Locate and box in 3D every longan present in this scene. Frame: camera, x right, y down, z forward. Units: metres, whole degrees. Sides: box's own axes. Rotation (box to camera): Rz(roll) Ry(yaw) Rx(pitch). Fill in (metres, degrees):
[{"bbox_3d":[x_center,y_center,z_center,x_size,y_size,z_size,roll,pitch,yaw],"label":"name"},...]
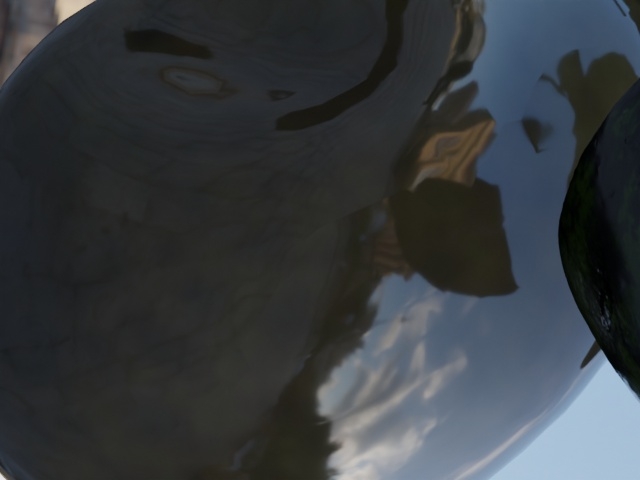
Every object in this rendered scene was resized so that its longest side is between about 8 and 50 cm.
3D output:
[{"bbox_3d":[0.000,0.000,0.767,0.350,0.288,0.288,-33,-148,2],"label":"longan"}]

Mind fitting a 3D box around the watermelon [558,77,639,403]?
[{"bbox_3d":[0.157,0.043,0.525,0.193,0.137,0.145,65,9,-55],"label":"watermelon"}]
